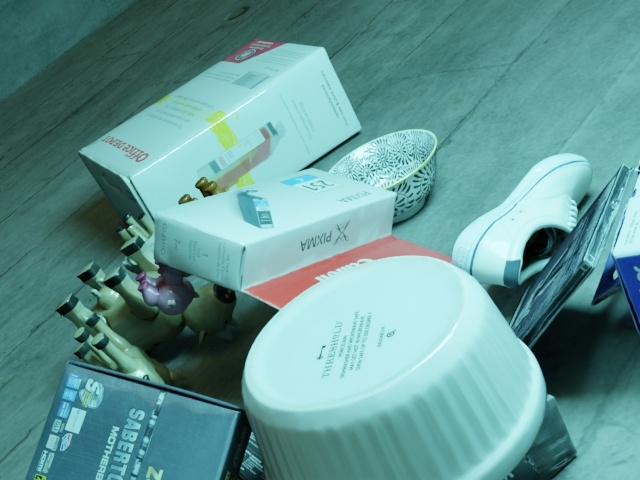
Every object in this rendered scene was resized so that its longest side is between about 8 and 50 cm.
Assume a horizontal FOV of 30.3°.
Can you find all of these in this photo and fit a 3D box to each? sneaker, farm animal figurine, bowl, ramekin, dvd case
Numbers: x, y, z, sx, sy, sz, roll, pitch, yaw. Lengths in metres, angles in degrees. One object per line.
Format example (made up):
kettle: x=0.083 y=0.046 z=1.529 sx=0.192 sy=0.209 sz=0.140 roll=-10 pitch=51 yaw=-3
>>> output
sneaker: x=0.256 y=-0.015 z=1.355 sx=0.091 sy=0.094 sz=0.258 roll=24 pitch=46 yaw=32
farm animal figurine: x=-0.205 y=0.096 z=1.516 sx=0.326 sy=0.172 sz=0.330 roll=-16 pitch=33 yaw=50
bowl: x=0.096 y=-0.075 z=1.624 sx=0.170 sy=0.080 sz=0.170 roll=-21 pitch=27 yaw=11
ramekin: x=0.054 y=0.125 z=1.053 sx=0.272 sy=0.127 sz=0.273 roll=-20 pitch=27 yaw=11
dvd case: x=0.234 y=0.044 z=1.177 sx=0.164 sy=0.018 sz=0.221 roll=-56 pitch=-4 yaw=-46

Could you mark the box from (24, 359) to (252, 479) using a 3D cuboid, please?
box: x=-0.181 y=0.244 z=1.077 sx=0.183 sy=0.059 sz=0.233 roll=14 pitch=77 yaw=17

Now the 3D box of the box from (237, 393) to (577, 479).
box: x=0.055 y=0.201 z=1.148 sx=0.242 sy=0.077 sz=0.307 roll=-36 pitch=27 yaw=-19

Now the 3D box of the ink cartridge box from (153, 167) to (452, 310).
ink cartridge box: x=0.000 y=0.000 z=1.377 sx=0.261 sy=0.066 sz=0.296 roll=20 pitch=25 yaw=33

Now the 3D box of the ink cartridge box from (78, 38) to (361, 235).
ink cartridge box: x=-0.171 y=-0.166 z=1.957 sx=0.384 sy=0.160 sz=0.279 roll=-35 pitch=26 yaw=-16

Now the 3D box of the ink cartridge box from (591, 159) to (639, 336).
ink cartridge box: x=0.442 y=-0.023 z=1.109 sx=0.395 sy=0.151 sz=0.270 roll=-9 pitch=29 yaw=31
